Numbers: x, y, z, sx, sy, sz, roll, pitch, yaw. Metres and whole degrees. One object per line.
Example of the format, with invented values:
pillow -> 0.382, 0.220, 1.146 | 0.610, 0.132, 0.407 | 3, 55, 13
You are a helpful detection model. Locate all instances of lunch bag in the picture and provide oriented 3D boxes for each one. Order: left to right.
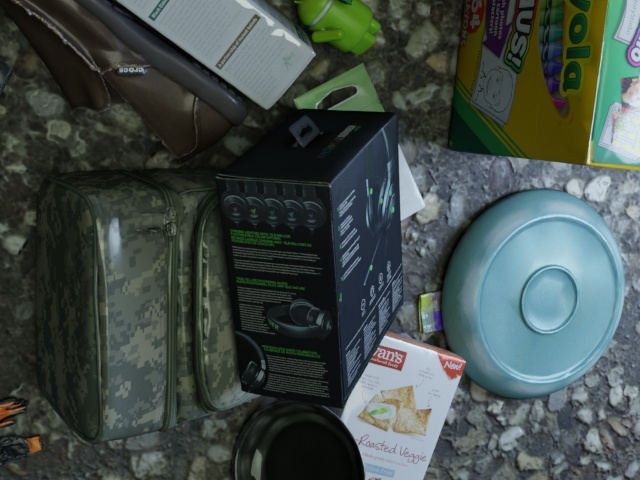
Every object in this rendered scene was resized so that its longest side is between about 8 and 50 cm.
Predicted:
lunch bag -> -0.181, 0.058, 1.039 | 0.256, 0.212, 0.305 | -6, 102, -36

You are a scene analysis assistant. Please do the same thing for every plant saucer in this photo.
plant saucer -> 0.326, 0.084, 1.294 | 0.317, 0.043, 0.318 | -4, 100, -22

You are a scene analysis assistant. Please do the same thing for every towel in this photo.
towel -> 0.180, 0.099, 1.268 | 0.083, 0.009, 0.060 | -7, 101, -19

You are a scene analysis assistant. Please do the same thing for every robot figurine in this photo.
robot figurine -> 0.020, -0.284, 1.121 | 0.115, 0.067, 0.101 | 32, 59, -22

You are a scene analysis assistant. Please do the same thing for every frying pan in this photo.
frying pan -> -0.055, 0.250, 1.175 | 0.197, 0.053, 0.326 | -35, 71, 21

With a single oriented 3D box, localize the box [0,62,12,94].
box -> -0.486, -0.165, 0.967 | 0.231, 0.056, 0.183 | 29, 88, -21

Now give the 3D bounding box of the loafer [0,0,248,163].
loafer -> -0.255, -0.205, 1.001 | 0.366, 0.134, 0.130 | 34, 96, -21

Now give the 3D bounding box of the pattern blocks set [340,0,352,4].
pattern blocks set -> 0.102, -0.435, 1.054 | 0.325, 0.026, 0.285 | -56, 151, -9

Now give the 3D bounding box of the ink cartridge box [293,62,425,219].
ink cartridge box -> 0.043, -0.112, 1.159 | 0.109, 0.062, 0.209 | -29, 106, -12

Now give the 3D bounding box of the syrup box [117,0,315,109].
syrup box -> -0.129, -0.268, 1.036 | 0.237, 0.093, 0.096 | 35, 107, -25

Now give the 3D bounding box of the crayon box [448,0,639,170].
crayon box -> 0.290, -0.279, 1.087 | 0.106, 0.313, 0.363 | 3, 97, -20

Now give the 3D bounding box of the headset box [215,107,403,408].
headset box -> 0.000, 0.000, 1.016 | 0.131, 0.246, 0.283 | 6, 117, 20

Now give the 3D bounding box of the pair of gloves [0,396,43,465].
pair of gloves -> -0.387, 0.236, 1.088 | 0.074, 0.010, 0.083 | -19, 107, -17

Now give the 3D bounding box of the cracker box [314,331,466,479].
cracker box -> 0.087, 0.246, 1.227 | 0.155, 0.067, 0.232 | 19, 91, -21
